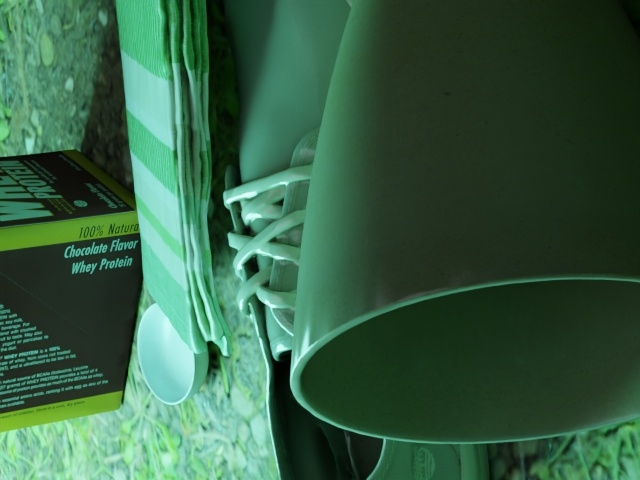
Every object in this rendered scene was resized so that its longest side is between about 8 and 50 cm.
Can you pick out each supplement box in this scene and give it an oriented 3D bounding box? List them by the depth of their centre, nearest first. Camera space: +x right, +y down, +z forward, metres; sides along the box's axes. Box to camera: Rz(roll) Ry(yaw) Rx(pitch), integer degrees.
[{"bbox_3d":[-0.266,0.044,1.626,0.129,0.191,0.194,36,124,44],"label":"supplement box"}]

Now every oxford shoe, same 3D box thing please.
[{"bbox_3d":[0.000,0.000,1.332,0.169,0.130,0.449,-24,76,53],"label":"oxford shoe"}]

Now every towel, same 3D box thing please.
[{"bbox_3d":[-0.114,-0.095,1.456,0.248,0.038,0.325,-141,45,-71],"label":"towel"}]

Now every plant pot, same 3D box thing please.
[{"bbox_3d":[0.100,-0.052,1.125,0.256,0.256,0.274,-37,50,49],"label":"plant pot"}]

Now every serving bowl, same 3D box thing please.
[{"bbox_3d":[-0.115,0.090,1.574,0.083,0.027,0.083,11,105,51],"label":"serving bowl"}]
